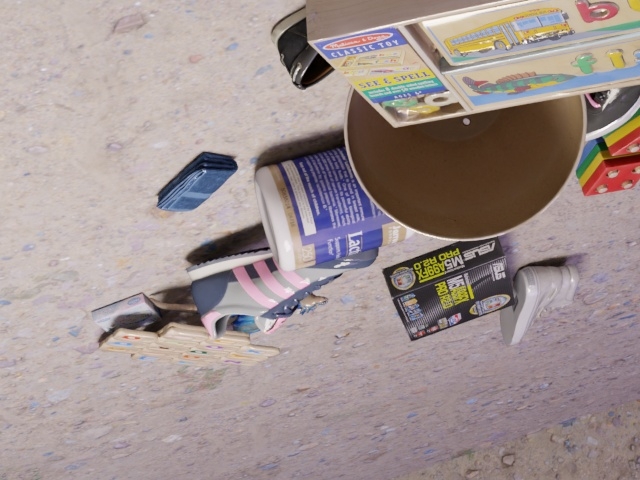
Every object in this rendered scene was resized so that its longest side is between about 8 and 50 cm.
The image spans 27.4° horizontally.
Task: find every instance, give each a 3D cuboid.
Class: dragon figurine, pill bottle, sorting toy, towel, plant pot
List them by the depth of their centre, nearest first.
[{"bbox_3d":[0.172,-0.164,1.619,0.284,0.284,0.191,-23,-163,10],"label":"plant pot"},{"bbox_3d":[-0.169,-0.076,1.807,0.067,0.029,0.119,4,147,-43],"label":"towel"},{"bbox_3d":[0.051,-0.060,1.845,0.264,0.153,0.153,-15,156,-7],"label":"pill bottle"},{"bbox_3d":[0.523,-0.170,2.024,0.257,0.089,0.255,-9,155,-19],"label":"sorting toy"},{"bbox_3d":[-0.122,0.101,2.151,0.289,0.085,0.144,-19,156,-2],"label":"dragon figurine"}]

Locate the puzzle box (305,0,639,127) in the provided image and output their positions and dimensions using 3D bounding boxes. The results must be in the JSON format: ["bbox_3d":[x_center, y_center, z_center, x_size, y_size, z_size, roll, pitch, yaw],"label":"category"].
[{"bbox_3d":[0.221,-0.211,1.321,0.408,0.052,0.272,-9,163,21],"label":"puzzle box"}]

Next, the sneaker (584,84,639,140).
[{"bbox_3d":[0.391,-0.247,1.760,0.146,0.105,0.296,7,140,-41],"label":"sneaker"}]

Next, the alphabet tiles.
[{"bbox_3d":[-0.221,0.177,2.202,0.277,0.021,0.284,8,164,-19],"label":"alphabet tiles"}]

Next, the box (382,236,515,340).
[{"bbox_3d":[0.241,0.088,2.414,0.216,0.060,0.270,-19,156,4],"label":"box"}]

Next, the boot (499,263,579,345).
[{"bbox_3d":[0.436,0.129,2.595,0.123,0.095,0.258,-7,154,-9],"label":"boot"}]

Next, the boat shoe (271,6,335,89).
[{"bbox_3d":[0.052,-0.258,1.516,0.233,0.079,0.084,-31,152,23],"label":"boat shoe"}]

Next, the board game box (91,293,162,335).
[{"bbox_3d":[-0.315,0.122,2.140,0.090,0.020,0.090,-20,157,4],"label":"board game box"}]

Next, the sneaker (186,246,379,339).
[{"bbox_3d":[-0.048,0.070,1.989,0.319,0.131,0.112,-11,-179,28],"label":"sneaker"}]
